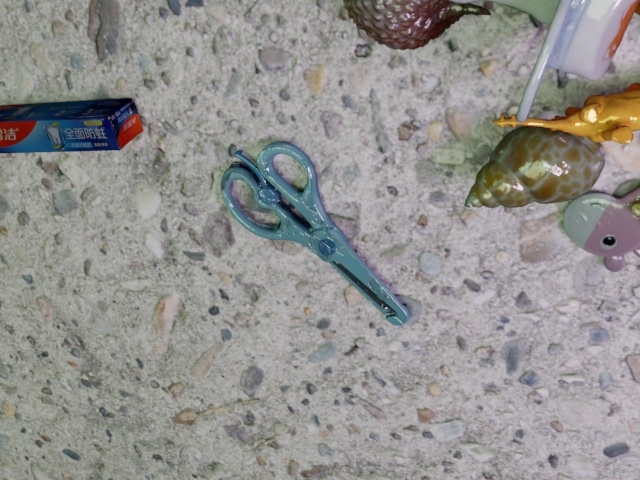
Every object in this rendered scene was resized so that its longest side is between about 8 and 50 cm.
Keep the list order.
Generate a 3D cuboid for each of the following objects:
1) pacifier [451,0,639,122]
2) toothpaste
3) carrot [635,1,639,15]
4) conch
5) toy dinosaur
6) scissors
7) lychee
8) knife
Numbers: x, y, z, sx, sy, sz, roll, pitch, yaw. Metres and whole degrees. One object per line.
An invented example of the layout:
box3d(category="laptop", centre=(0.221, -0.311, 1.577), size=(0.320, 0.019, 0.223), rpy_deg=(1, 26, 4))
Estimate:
box3d(category="pacifier", centre=(0.233, -0.290, 0.953), size=(0.233, 0.244, 0.299), rpy_deg=(19, 133, 6))
box3d(category="toothpaste", centre=(-0.458, -0.192, 1.452), size=(0.320, 0.076, 0.066), rpy_deg=(1, 121, 25))
box3d(category="carrot", centre=(0.418, -0.262, 1.042), size=(0.142, 0.035, 0.035), rpy_deg=(41, 127, 5))
box3d(category="conch", centre=(0.295, -0.097, 1.154), size=(0.173, 0.106, 0.116), rpy_deg=(13, 143, 1))
box3d(category="toy dinosaur", centre=(0.361, -0.157, 1.078), size=(0.288, 0.117, 0.070), rpy_deg=(-4, 104, 9))
box3d(category="scissors", centre=(0.000, 0.000, 1.385), size=(0.393, 0.032, 0.180), rpy_deg=(46, 127, -6))
box3d(category="lychee", centre=(0.118, -0.314, 1.066), size=(0.197, 0.165, 0.165), rpy_deg=(41, 129, 23))
box3d(category="knife", centre=(0.498, -0.083, 1.106), size=(0.132, 0.038, 0.399), rpy_deg=(47, 126, -10))
